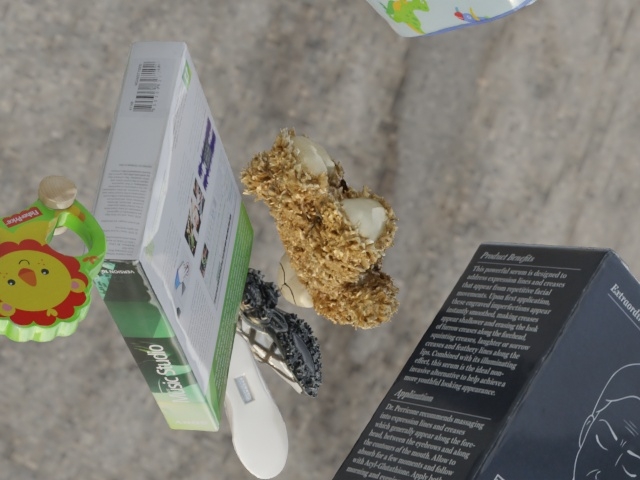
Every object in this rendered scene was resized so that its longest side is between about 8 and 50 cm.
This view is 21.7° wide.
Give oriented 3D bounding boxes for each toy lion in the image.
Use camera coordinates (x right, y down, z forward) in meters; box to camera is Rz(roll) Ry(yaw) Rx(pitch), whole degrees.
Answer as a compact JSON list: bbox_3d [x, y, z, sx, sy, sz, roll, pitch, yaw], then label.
[{"bbox_3d":[-0.167,0.015,0.987,0.100,0.096,0.034,-26,152,-38],"label":"toy lion"}]

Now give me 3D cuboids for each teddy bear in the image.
[{"bbox_3d":[0.000,0.000,1.825,0.113,0.245,0.338,-44,-177,-12],"label":"teddy bear"}]

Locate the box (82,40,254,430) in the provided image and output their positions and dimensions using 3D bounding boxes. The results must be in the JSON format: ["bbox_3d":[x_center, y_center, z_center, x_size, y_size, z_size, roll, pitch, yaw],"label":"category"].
[{"bbox_3d":[-0.132,0.004,1.545,0.322,0.058,0.232,72,23,-55],"label":"box"}]

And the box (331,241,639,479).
[{"bbox_3d":[0.224,0.242,1.770,0.293,0.212,0.395,45,68,-28],"label":"box"}]

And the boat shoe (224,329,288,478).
[{"bbox_3d":[-0.088,0.187,1.952,0.063,0.066,0.184,-101,166,-81],"label":"boat shoe"}]

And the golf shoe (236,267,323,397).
[{"bbox_3d":[-0.070,0.120,2.070,0.198,0.094,0.077,56,35,-23],"label":"golf shoe"}]

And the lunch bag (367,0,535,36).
[{"bbox_3d":[0.110,-0.221,0.974,0.090,0.176,0.219,44,73,-20],"label":"lunch bag"}]
